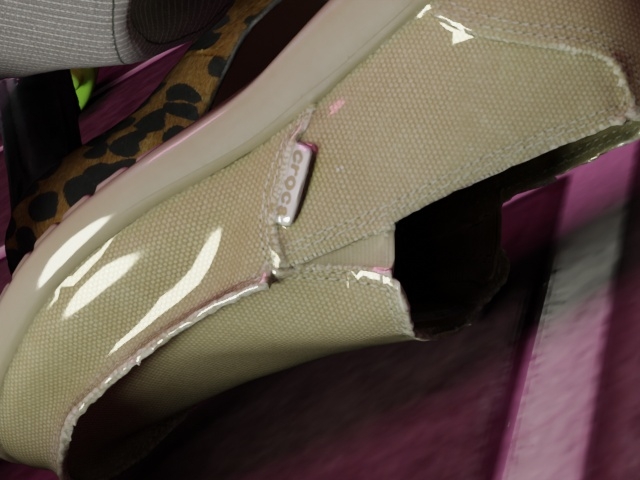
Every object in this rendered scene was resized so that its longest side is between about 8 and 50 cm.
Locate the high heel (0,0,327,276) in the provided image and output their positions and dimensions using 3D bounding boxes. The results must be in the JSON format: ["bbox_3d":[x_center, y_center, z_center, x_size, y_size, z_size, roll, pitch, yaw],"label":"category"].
[{"bbox_3d":[-0.011,-0.050,0.845,0.261,0.093,0.186,-21,39,1],"label":"high heel"}]

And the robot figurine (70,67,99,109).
[{"bbox_3d":[-0.186,-0.119,1.369,0.101,0.067,0.115,-52,12,12],"label":"robot figurine"}]

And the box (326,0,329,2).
[{"bbox_3d":[0.095,-0.195,0.748,0.270,0.216,0.060,-38,17,-12],"label":"box"}]

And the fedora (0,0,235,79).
[{"bbox_3d":[-0.095,-0.150,0.798,0.124,0.243,0.275,14,42,11],"label":"fedora"}]

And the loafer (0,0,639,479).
[{"bbox_3d":[0.000,0.000,0.590,0.268,0.092,0.102,-43,-17,25],"label":"loafer"}]
